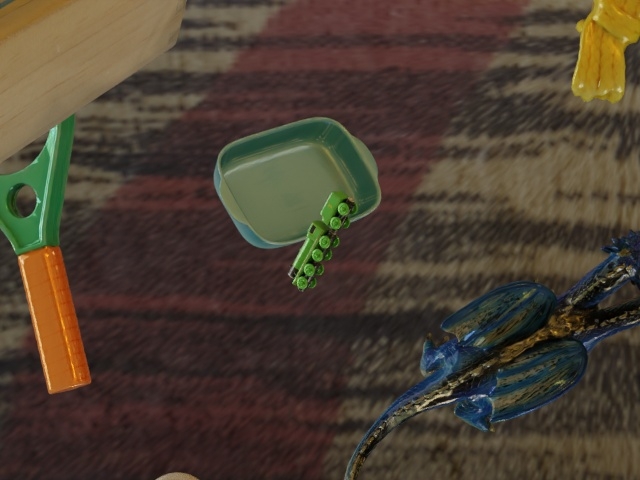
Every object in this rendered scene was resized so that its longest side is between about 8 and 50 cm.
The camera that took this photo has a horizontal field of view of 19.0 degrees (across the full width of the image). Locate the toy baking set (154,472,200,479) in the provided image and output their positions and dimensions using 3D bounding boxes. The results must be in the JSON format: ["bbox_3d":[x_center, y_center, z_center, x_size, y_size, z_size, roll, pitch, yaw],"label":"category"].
[{"bbox_3d":[-0.107,0.222,1.002,0.256,0.030,0.196,-9,84,39],"label":"toy baking set"}]

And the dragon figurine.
[{"bbox_3d":[0.131,0.078,1.317,0.289,0.144,0.085,-27,83,-11],"label":"dragon figurine"}]

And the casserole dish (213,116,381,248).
[{"bbox_3d":[-0.026,-0.051,1.822,0.114,0.188,0.037,60,139,12],"label":"casserole dish"}]

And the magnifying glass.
[{"bbox_3d":[-0.188,-0.016,1.229,0.092,0.026,0.231,-17,84,21],"label":"magnifying glass"}]

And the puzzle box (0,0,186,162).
[{"bbox_3d":[-0.274,-0.119,0.613,0.409,0.272,0.052,24,121,13],"label":"puzzle box"}]

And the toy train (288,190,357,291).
[{"bbox_3d":[0.000,0.000,1.400,0.024,0.017,0.083,40,114,25],"label":"toy train"}]

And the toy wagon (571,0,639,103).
[{"bbox_3d":[0.263,-0.034,0.730,0.344,0.068,0.267,21,101,2],"label":"toy wagon"}]
